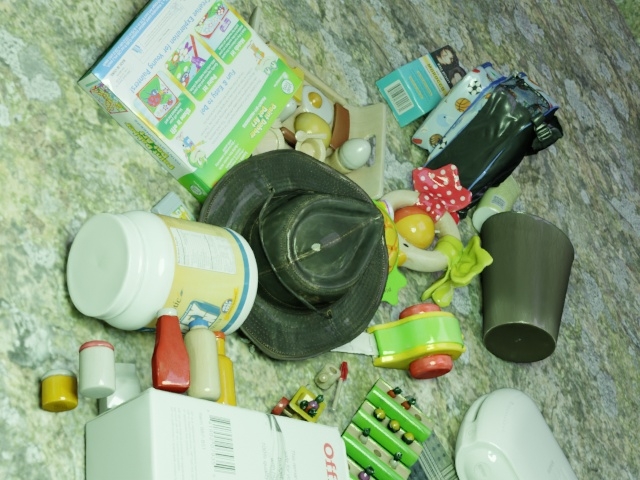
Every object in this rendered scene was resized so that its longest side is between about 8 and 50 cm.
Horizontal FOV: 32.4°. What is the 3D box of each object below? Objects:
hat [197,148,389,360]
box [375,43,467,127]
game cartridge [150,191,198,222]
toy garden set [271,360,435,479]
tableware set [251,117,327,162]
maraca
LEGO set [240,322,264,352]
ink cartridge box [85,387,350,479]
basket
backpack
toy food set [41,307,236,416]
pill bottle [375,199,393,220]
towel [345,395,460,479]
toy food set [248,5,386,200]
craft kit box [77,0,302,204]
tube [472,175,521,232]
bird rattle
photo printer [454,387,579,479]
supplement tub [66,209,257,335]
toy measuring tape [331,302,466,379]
[{"bbox_3d":[0.000,0.000,1.522,0.331,0.134,0.331,13,66,-33],"label":"hat"},{"bbox_3d":[0.204,-0.301,2.122,0.100,0.060,0.244,59,36,-3],"label":"box"},{"bbox_3d":[-0.192,-0.021,1.492,0.083,0.017,0.056,52,41,-12],"label":"game cartridge"},{"bbox_3d":[0.056,0.245,1.535,0.204,0.049,0.244,39,29,3],"label":"toy garden set"},{"bbox_3d":[-0.048,-0.100,1.665,0.141,0.020,0.169,2,87,-34],"label":"tableware set"},{"bbox_3d":[0.071,0.023,1.714,0.127,0.099,0.186,-22,100,-20],"label":"maraca"},{"bbox_3d":[-0.096,0.112,1.513,0.054,0.023,0.083,-12,77,-53],"label":"LEGO set"},{"bbox_3d":[-0.109,0.318,1.271,0.307,0.129,0.223,21,51,-42],"label":"ink cartridge box"},{"bbox_3d":[0.366,0.093,1.990,0.204,0.154,0.227,38,45,-27],"label":"basket"},{"bbox_3d":[0.316,-0.203,2.053,0.213,0.276,0.263,53,31,11],"label":"backpack"},{"bbox_3d":[-0.200,0.138,1.265,0.232,0.111,0.104,5,60,-23],"label":"toy food set"},{"bbox_3d":[0.073,-0.039,1.780,0.083,0.043,0.043,-11,73,-20],"label":"pill bottle"},{"bbox_3d":[0.123,0.412,1.572,0.312,0.056,0.324,-21,82,-57],"label":"towel"},{"bbox_3d":[-0.009,-0.219,1.780,0.306,0.092,0.220,34,44,-33],"label":"toy food set"},{"bbox_3d":[-0.175,-0.224,1.553,0.246,0.061,0.250,44,58,-18],"label":"craft kit box"},{"bbox_3d":[0.353,-0.085,2.172,0.240,0.062,0.070,-54,154,-57],"label":"tube"},{"bbox_3d":[0.182,-0.026,1.867,0.207,0.143,0.254,6,59,-31],"label":"bird rattle"},{"bbox_3d":[0.327,0.391,1.750,0.307,0.107,0.256,61,24,-1],"label":"photo printer"},{"bbox_3d":[-0.191,0.042,1.341,0.199,0.144,0.144,12,58,-46],"label":"supplement tub"},{"bbox_3d":[0.124,0.147,1.683,0.330,0.121,0.121,14,57,-46],"label":"toy measuring tape"}]
